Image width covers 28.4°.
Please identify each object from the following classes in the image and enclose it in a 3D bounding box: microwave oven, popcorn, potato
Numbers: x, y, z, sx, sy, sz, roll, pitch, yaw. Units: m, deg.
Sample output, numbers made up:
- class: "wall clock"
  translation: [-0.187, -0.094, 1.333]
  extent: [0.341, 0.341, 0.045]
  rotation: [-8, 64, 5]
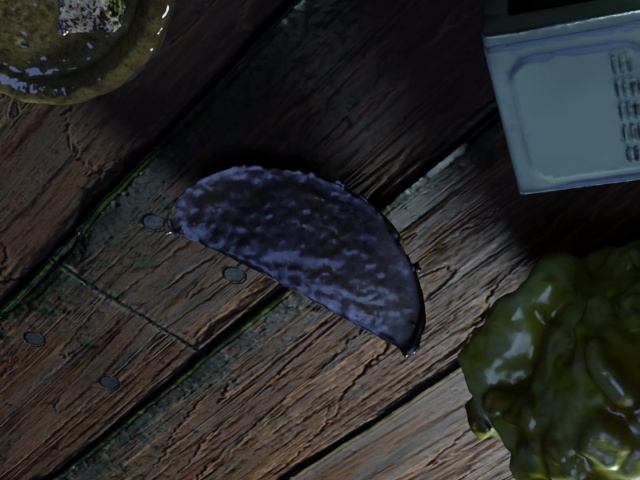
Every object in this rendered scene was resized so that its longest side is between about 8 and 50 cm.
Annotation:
- class: "microwave oven"
  translation: [0.193, -0.156, 0.907]
  extent: [0.123, 0.208, 0.162]
  rotation: [-8, 131, 18]
- class: "popcorn"
  translation: [0.272, 0.124, 1.139]
  extent: [0.293, 0.293, 0.237]
  rotation: [39, 169, -24]
- class: "potato"
  translation: [-0.002, -0.001, 1.197]
  extent: [0.261, 0.100, 0.120]
  rotation: [29, 94, 4]

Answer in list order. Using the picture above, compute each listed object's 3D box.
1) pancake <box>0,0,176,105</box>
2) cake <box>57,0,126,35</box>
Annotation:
- class: "pancake"
  translation: [-0.254, -0.236, 1.046]
  extent: [0.286, 0.033, 0.288]
  rotation: [33, 131, -20]
- class: "cake"
  translation: [-0.180, -0.223, 0.985]
  extent: [0.055, 0.051, 0.140]
  rotation: [10, 135, 1]
